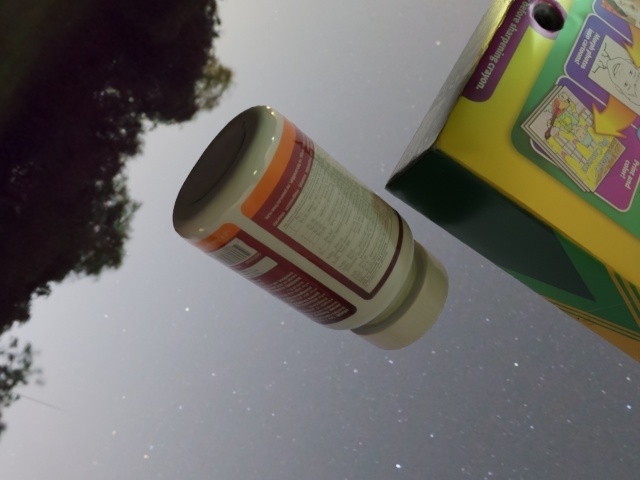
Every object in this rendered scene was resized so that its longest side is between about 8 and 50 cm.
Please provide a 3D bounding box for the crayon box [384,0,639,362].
[{"bbox_3d":[0.284,-0.113,0.542,0.363,0.313,0.106,-58,-173,-23],"label":"crayon box"}]

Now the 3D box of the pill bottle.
[{"bbox_3d":[0.000,0.000,0.460,0.121,0.221,0.121,-37,-147,29],"label":"pill bottle"}]
